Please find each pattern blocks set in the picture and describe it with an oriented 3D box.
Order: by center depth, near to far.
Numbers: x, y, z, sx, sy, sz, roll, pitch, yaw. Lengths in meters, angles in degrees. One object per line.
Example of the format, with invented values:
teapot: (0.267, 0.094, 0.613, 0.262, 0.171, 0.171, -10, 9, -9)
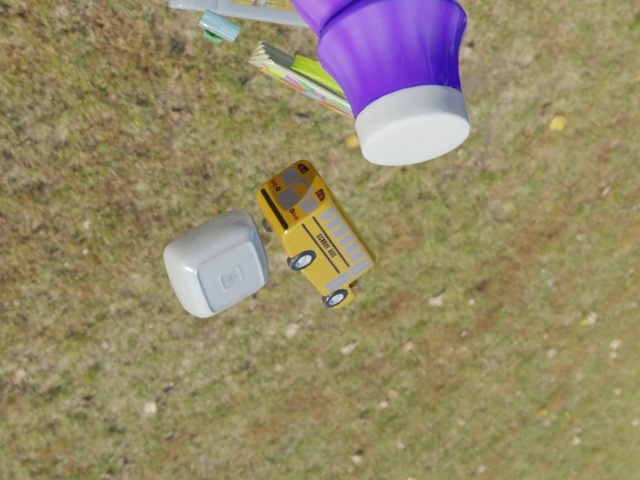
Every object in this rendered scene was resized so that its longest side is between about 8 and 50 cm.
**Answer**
pattern blocks set: (-0.004, -0.191, 1.108, 0.026, 0.325, 0.285, -63, -178, 3)

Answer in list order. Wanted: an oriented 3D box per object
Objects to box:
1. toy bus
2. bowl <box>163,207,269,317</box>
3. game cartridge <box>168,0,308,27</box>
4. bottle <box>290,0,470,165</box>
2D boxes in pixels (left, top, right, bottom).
toy bus: (0.000, 0.000, 1.539, 0.130, 0.108, 0.332, -36, 149, 2)
bowl: (-0.136, 0.038, 1.242, 0.142, 0.053, 0.142, -29, 132, -18)
game cartridge: (-0.069, -0.420, 1.305, 0.297, 0.062, 0.198, 1, 106, -26)
bottle: (0.031, -0.188, 0.569, 0.118, 0.282, 0.092, -17, 160, 20)
